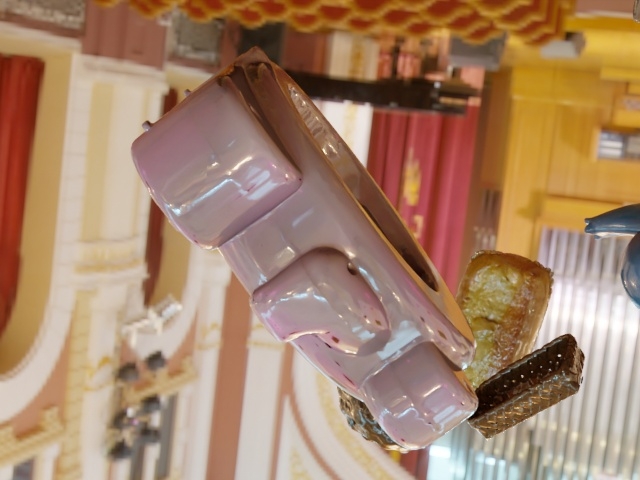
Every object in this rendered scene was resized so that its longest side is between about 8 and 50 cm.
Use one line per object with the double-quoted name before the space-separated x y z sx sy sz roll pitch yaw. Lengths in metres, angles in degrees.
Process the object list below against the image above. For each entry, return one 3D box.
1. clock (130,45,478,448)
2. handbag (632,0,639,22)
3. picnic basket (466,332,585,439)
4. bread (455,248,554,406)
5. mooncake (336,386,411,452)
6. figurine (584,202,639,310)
"clock" 0.000 0.000 0.920 0.113 0.322 0.295 -37 -170 9
"handbag" 0.469 -0.300 1.407 0.139 0.072 0.115 1 -168 -17
"picnic basket" 0.304 0.216 1.663 0.055 0.193 0.110 45 -147 -10
"bread" 0.290 0.155 1.910 0.152 0.288 0.119 18 -167 12
"mooncake" 0.150 0.287 2.164 0.228 0.228 0.124 5 -176 -15
"figurine" 0.580 -0.002 1.677 0.416 0.298 0.243 -39 172 -26
